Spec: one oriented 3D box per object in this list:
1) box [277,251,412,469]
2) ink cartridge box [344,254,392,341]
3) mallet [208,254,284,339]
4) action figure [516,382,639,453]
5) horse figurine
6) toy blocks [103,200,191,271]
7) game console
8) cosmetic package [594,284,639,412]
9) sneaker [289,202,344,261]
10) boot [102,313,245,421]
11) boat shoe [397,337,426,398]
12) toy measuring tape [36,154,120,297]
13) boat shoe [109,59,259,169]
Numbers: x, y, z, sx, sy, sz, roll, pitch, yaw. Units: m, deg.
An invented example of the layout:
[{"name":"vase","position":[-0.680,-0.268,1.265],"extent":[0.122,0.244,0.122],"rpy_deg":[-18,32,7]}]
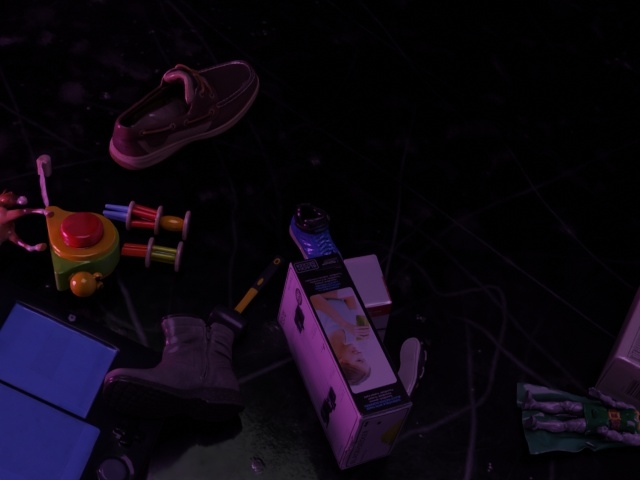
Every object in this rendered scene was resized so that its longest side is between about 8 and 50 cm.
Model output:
[{"name":"box","position":[0.030,0.185,1.614],"extent":[0.087,0.169,0.290],"rpy_deg":[-12,54,-20]},{"name":"ink cartridge box","position":[0.070,0.104,1.700],"extent":[0.056,0.135,0.099],"rpy_deg":[-9,54,-12]},{"name":"mallet","position":[-0.123,0.085,1.751],"extent":[0.062,0.039,0.190],"rpy_deg":[24,49,6]},{"name":"action figure","position":[0.440,0.287,1.668],"extent":[0.232,0.063,0.137],"rpy_deg":[6,49,-8]},{"name":"horse figurine","position":[-0.540,0.022,1.691],"extent":[0.174,0.066,0.263],"rpy_deg":[14,62,32]},{"name":"toy blocks","position":[-0.305,-0.011,1.780],"extent":[0.148,0.054,0.123],"rpy_deg":[10,51,-1]},{"name":"game console","position":[-0.425,0.236,1.507],"extent":[0.386,0.060,0.342],"rpy_deg":[27,53,-10]},{"name":"cosmetic package","position":[0.601,0.148,1.764],"extent":[0.160,0.113,0.309],"rpy_deg":[28,53,12]},{"name":"sneaker","position":[-0.001,0.000,1.799],"extent":[0.058,0.085,0.152],"rpy_deg":[-21,59,-23]},{"name":"boot","position":[-0.229,0.184,1.584],"extent":[0.246,0.083,0.161],"rpy_deg":[16,46,-39]},{"name":"boat shoe","position":[0.145,0.218,1.685],"extent":[0.046,0.038,0.125],"rpy_deg":[-18,42,33]},{"name":"toy measuring tape","position":[-0.404,-0.031,1.753],"extent":[0.121,0.121,0.330],"rpy_deg":[-9,46,-15]},{"name":"boat shoe","position":[-0.246,-0.261,1.936],"extent":[0.342,0.123,0.123],"rpy_deg":[-33,64,-29]}]
